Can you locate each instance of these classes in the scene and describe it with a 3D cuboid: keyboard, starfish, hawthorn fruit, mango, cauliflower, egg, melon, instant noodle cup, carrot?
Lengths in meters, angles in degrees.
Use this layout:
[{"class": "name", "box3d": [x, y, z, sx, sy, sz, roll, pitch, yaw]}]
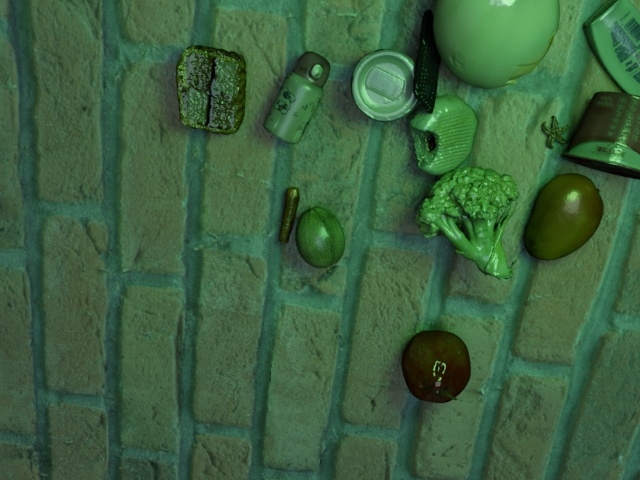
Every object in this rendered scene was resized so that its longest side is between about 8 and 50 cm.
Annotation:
[{"class": "keyboard", "box3d": [0.268, -0.442, 1.376, 0.016, 0.263, 0.106, -7, 153, 38]}, {"class": "starfish", "box3d": [0.636, -0.288, 1.511, 0.091, 0.028, 0.078, 32, 105, -13]}, {"class": "hawthorn fruit", "box3d": [0.341, 0.378, 1.622, 0.210, 0.262, 0.211, 1, 105, 3]}, {"class": "mango", "box3d": [0.669, -0.059, 1.531, 0.175, 0.139, 0.255, 16, 117, 10]}, {"class": "cauliflower", "box3d": [0.387, -0.056, 1.479, 0.326, 0.260, 0.281, -7, 105, -25]}, {"class": "egg", "box3d": [0.402, -0.516, 1.288, 0.282, 0.345, 0.283, -4, 73, 12]}, {"class": "melon", "box3d": [0.000, 0.000, 1.575, 0.139, 0.139, 0.192, -14, 104, 7]}, {"class": "instant noodle cup", "box3d": [0.757, -0.265, 1.421, 0.234, 0.235, 0.179, 16, 98, -3]}, {"class": "carrot", "box3d": [-0.092, -0.069, 1.606, 0.042, 0.042, 0.171, 13, 108, -2]}]

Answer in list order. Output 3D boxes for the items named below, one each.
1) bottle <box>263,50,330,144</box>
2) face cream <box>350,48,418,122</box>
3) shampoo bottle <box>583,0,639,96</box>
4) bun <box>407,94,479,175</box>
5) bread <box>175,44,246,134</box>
[{"class": "bottle", "box3d": [-0.055, -0.378, 1.467, 0.109, 0.110, 0.233, 28, 108, -7]}, {"class": "face cream", "box3d": [0.165, -0.397, 1.429, 0.177, 0.153, 0.178, 1, 107, 3]}, {"class": "shampoo bottle", "box3d": [0.819, -0.444, 1.426, 0.359, 0.078, 0.134, 44, 108, -12]}, {"class": "bun", "box3d": [0.307, -0.282, 1.475, 0.203, 0.126, 0.213, 5, 117, -27]}, {"class": "bread", "box3d": [-0.287, -0.395, 1.478, 0.181, 0.096, 0.223, 6, 110, 0]}]
